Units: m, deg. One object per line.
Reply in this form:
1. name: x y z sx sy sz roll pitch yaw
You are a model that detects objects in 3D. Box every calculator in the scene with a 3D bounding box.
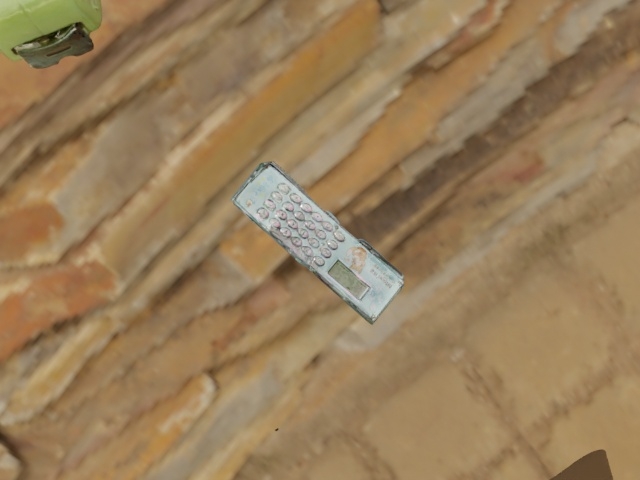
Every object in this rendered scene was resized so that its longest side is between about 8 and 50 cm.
1. calculator: 0.000 0.000 1.541 0.057 0.172 0.018 -50 8 -13

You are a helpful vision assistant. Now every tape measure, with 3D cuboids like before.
1. tape measure: -0.194 -0.213 1.011 0.087 0.154 0.177 -22 65 12

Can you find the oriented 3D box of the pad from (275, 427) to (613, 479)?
1. pad: 0.093 0.203 1.277 0.250 0.323 0.055 -35 45 -2
